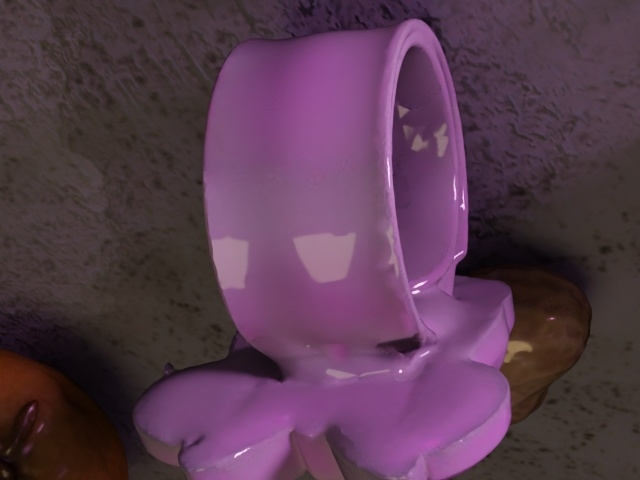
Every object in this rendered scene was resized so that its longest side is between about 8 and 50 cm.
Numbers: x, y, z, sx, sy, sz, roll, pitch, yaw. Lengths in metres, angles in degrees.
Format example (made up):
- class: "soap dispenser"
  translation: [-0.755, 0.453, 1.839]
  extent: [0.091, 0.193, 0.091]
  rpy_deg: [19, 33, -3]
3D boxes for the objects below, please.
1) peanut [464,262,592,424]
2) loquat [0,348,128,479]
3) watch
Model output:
- class: "peanut"
  translation: [0.094, 0.094, 0.886]
  extent: [0.104, 0.085, 0.228]
  rpy_deg: [31, 135, -14]
- class: "loquat"
  translation: [-0.261, 0.189, 1.027]
  extent: [0.238, 0.193, 0.238]
  rpy_deg: [30, 151, 19]
- class: "watch"
  translation: [0.000, 0.000, 0.712]
  extent: [0.211, 0.248, 0.217]
  rpy_deg: [-4, 111, 20]
